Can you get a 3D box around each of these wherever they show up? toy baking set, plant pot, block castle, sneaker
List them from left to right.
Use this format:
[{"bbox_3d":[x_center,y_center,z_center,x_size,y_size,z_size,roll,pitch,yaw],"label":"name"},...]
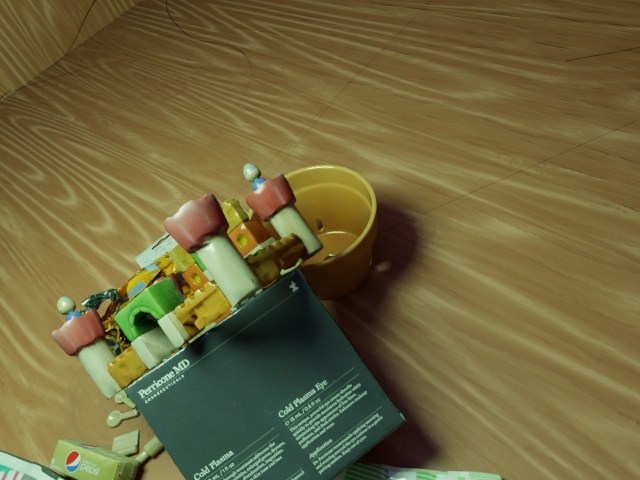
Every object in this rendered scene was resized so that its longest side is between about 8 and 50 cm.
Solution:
[{"bbox_3d":[-0.614,0.530,0.988,0.296,0.123,0.178,1,50,27],"label":"sneaker"},{"bbox_3d":[-0.363,0.359,1.099,0.256,0.030,0.197,-38,51,-12],"label":"toy baking set"},{"bbox_3d":[-0.243,0.062,0.908,0.453,0.303,0.212,-37,87,30],"label":"block castle"},{"bbox_3d":[0.000,0.000,1.144,0.291,0.203,0.290,-9,51,11],"label":"plant pot"}]

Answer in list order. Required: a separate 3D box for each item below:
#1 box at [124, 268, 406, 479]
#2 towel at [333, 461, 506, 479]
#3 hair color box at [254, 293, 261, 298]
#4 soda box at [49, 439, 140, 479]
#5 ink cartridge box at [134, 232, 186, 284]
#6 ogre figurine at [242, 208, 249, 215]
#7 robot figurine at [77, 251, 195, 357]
[{"bbox_3d":[-0.092,0.275,0.885,0.343,0.179,0.312,-34,87,-9],"label":"box"},{"bbox_3d":[0.144,0.496,0.817,0.325,0.038,0.247,-1,53,17],"label":"towel"},{"bbox_3d":[-0.164,0.119,1.205,0.167,0.053,0.093,-21,48,4],"label":"hair color box"},{"bbox_3d":[-0.459,0.455,1.020,0.182,0.061,0.058,3,71,27],"label":"soda box"},{"bbox_3d":[-0.392,0.044,1.358,0.181,0.056,0.225,-42,33,-15],"label":"ink cartridge box"},{"bbox_3d":[-0.152,-0.061,1.322,0.197,0.096,0.118,-19,30,-15],"label":"ogre figurine"},{"bbox_3d":[-0.422,0.170,1.158,0.085,0.211,0.291,19,52,38],"label":"robot figurine"}]
